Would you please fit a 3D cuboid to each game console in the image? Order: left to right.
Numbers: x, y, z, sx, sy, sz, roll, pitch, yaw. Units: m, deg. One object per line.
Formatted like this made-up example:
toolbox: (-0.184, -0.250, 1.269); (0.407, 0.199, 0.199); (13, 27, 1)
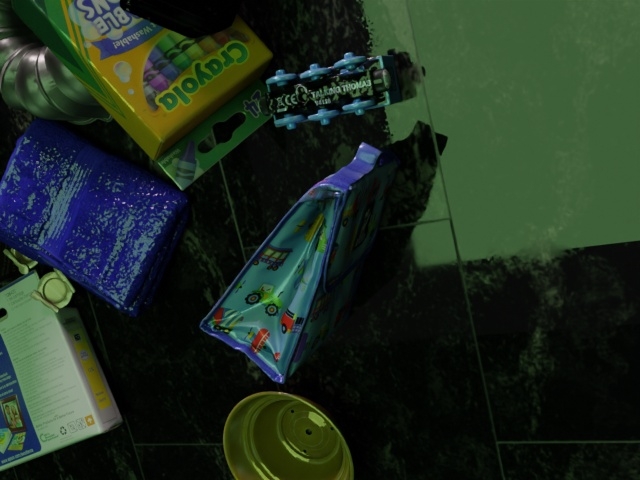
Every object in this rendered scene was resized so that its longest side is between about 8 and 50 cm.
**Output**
game console: (-0.257, -0.398, 0.916); (0.362, 0.213, 0.044); (20, 160, -12)

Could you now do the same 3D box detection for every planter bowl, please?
planter bowl: (-0.034, 0.314, 1.138); (0.217, 0.090, 0.217); (8, 109, 23)

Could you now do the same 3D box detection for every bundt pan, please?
bundt pan: (-0.406, -0.329, 1.100); (0.331, 0.124, 0.330); (7, 108, 22)

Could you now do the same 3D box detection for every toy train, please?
toy train: (0.012, -0.192, 0.959); (0.184, 0.105, 0.080); (-8, 99, 26)

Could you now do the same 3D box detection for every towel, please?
towel: (-0.377, -0.038, 1.174); (0.308, 0.076, 0.227); (27, 103, 12)

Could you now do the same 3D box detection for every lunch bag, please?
lunch bag: (0.000, 0.000, 0.956); (0.138, 0.221, 0.293); (33, 116, 12)

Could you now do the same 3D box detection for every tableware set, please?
tableware set: (-0.446, 0.027, 1.252); (0.169, 0.020, 0.141); (-42, 84, 7)

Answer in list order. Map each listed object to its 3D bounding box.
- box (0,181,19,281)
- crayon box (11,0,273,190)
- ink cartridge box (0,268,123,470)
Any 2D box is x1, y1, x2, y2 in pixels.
box: (-0.640, -0.013, 1.254); (0.167, 0.203, 0.168); (22, 114, 17)
crayon box: (-0.212, -0.254, 0.965); (0.323, 0.203, 0.083); (48, 157, -4)
ink cartridge box: (-0.537, 0.241, 1.355); (0.304, 0.072, 0.307); (-25, 84, 29)
